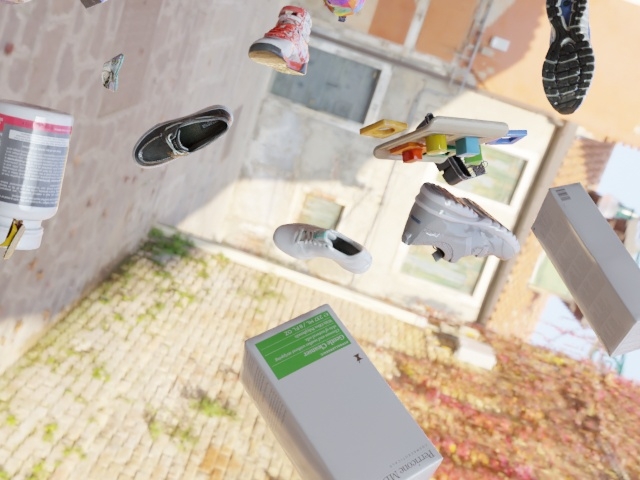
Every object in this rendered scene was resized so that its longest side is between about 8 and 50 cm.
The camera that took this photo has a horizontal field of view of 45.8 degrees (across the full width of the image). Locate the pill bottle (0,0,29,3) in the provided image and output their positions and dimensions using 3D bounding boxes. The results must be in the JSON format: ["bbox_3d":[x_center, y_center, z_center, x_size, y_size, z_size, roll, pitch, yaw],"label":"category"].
[{"bbox_3d":[-0.590,-0.521,1.370,0.301,0.169,0.169,-58,167,-78],"label":"pill bottle"}]

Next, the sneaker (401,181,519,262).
[{"bbox_3d":[0.235,-0.012,1.306,0.115,0.281,0.105,-56,-137,15],"label":"sneaker"}]

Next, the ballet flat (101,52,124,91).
[{"bbox_3d":[-0.455,-0.367,1.648,0.114,0.041,0.041,-53,-165,53],"label":"ballet flat"}]

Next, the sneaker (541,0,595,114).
[{"bbox_3d":[0.631,-0.469,1.899,0.147,0.130,0.330,24,70,-61],"label":"sneaker"}]

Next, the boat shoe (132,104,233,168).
[{"bbox_3d":[-0.422,-0.312,2.277,0.335,0.121,0.119,-27,-158,6],"label":"boat shoe"}]

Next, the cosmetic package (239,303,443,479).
[{"bbox_3d":[0.025,0.322,1.383,0.197,0.365,0.155,-24,148,-28],"label":"cosmetic package"}]

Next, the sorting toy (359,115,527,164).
[{"bbox_3d":[0.220,-0.172,1.402,0.196,0.348,0.047,-22,-109,59],"label":"sorting toy"}]

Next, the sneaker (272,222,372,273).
[{"bbox_3d":[0.000,0.000,1.509,0.094,0.212,0.080,64,43,-67],"label":"sneaker"}]

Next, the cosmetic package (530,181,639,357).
[{"bbox_3d":[0.393,0.037,1.084,0.099,0.060,0.239,99,-25,-52],"label":"cosmetic package"}]

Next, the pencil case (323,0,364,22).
[{"bbox_3d":[0.020,-0.543,1.550,0.104,0.104,0.236,-71,160,-5],"label":"pencil case"}]

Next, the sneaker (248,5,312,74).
[{"bbox_3d":[-0.090,-0.472,1.734,0.270,0.090,0.145,-9,106,-73],"label":"sneaker"}]

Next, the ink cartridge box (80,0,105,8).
[{"bbox_3d":[-0.568,-0.648,1.767,0.045,0.206,0.208,-44,-152,-20],"label":"ink cartridge box"}]

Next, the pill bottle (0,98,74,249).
[{"bbox_3d":[-0.674,-0.148,1.715,0.176,0.176,0.318,-76,180,-82],"label":"pill bottle"}]

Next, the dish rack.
[{"bbox_3d":[0.382,-0.258,2.113,0.074,0.208,0.271,-36,169,36],"label":"dish rack"}]

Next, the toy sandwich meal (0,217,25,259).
[{"bbox_3d":[-0.597,-0.004,1.462,0.085,0.029,0.085,-54,-162,26],"label":"toy sandwich meal"}]
